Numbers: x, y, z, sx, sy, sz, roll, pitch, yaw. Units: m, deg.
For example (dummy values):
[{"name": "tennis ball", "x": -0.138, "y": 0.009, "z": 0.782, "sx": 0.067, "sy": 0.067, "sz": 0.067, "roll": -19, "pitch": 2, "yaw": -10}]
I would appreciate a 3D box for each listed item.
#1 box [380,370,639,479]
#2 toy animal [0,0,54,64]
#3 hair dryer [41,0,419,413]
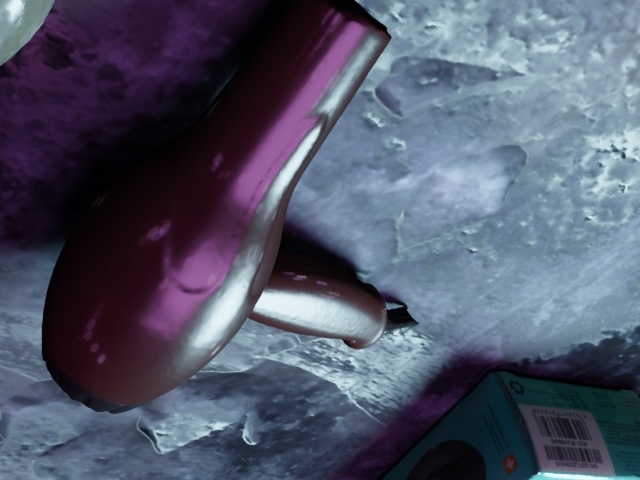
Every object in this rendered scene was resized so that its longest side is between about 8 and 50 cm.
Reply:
[{"name": "box", "x": 0.178, "y": 0.273, "z": 1.146, "sx": 0.205, "sy": 0.118, "sz": 0.311, "roll": 14, "pitch": 131, "yaw": -32}, {"name": "toy animal", "x": -0.201, "y": -0.098, "z": 0.540, "sx": 0.125, "sy": 0.127, "sz": 0.251, "roll": 1, "pitch": 142, "yaw": -27}, {"name": "hair dryer", "x": 0.000, "y": 0.000, "z": 0.782, "sx": 0.312, "sy": 0.123, "sz": 0.340, "roll": -49, "pitch": 144, "yaw": 19}]
